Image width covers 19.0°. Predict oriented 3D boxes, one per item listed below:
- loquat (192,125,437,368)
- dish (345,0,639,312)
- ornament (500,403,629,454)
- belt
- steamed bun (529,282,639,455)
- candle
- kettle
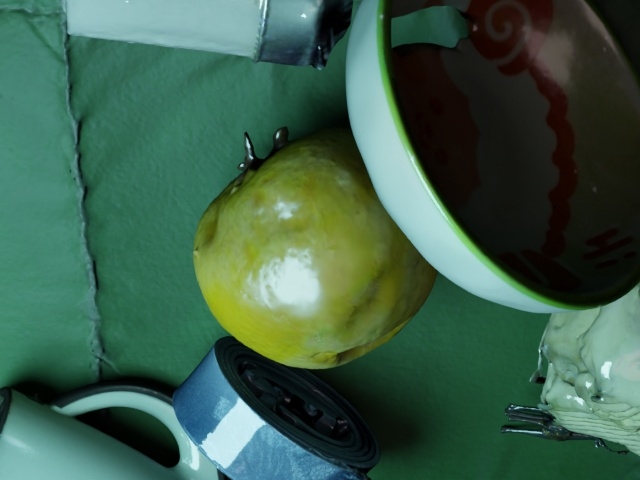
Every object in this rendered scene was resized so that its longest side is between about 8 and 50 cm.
[{"bbox_3d":[-0.002,0.002,1.601,0.213,0.213,0.213,-1,116,-1],"label":"loquat"},{"bbox_3d":[0.124,-0.083,1.520,0.324,0.324,0.124,44,135,-20],"label":"dish"},{"bbox_3d":[0.230,0.173,1.757,0.125,0.073,0.028,11,75,0],"label":"ornament"},{"bbox_3d":[-0.037,0.170,1.702,0.190,0.141,0.082,33,112,-19],"label":"belt"},{"bbox_3d":[0.336,0.088,1.627,0.280,0.268,0.207,21,77,8],"label":"steamed bun"},{"bbox_3d":[-0.136,-0.239,1.478,0.330,0.187,0.187,7,116,-4],"label":"candle"},{"bbox_3d":[-0.202,0.228,1.730,0.236,0.161,0.221,28,81,-15],"label":"kettle"}]
